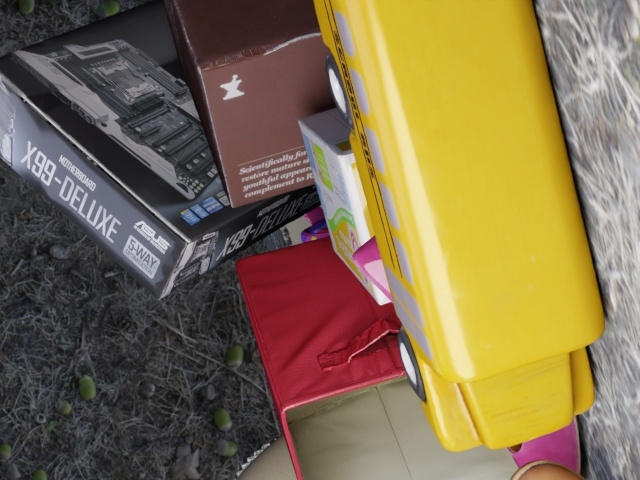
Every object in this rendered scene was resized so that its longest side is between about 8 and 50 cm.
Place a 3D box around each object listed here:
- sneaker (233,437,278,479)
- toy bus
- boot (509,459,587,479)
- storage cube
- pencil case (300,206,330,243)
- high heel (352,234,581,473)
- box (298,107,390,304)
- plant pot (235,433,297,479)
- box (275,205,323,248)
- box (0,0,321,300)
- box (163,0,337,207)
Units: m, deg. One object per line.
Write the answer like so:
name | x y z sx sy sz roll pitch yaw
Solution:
sneaker | 0.018 0.285 2.069 0.102 0.293 0.146 -4 113 44
toy bus | 0.084 -0.035 1.001 0.130 0.108 0.333 -132 25 -74
boot | 0.178 0.204 1.002 0.197 0.073 0.152 59 172 15
storage cube | 0.053 0.111 1.372 0.193 0.183 0.215 -112 6 -53
pencil case | 0.053 0.077 1.723 0.104 0.104 0.236 -129 23 -76
high heel | 0.101 0.090 1.150 0.082 0.117 0.244 -120 14 -61
box | 0.059 -0.038 1.251 0.203 0.103 0.114 -130 24 -77
plant pot | 0.058 0.247 1.551 0.191 0.284 0.284 -64 24 21
box | 0.000 0.000 2.032 0.113 0.094 0.275 -125 19 -73
box | -0.123 -0.100 1.537 0.242 0.307 0.076 41 128 15
box | -0.033 -0.171 1.430 0.167 0.168 0.203 80 171 -49
